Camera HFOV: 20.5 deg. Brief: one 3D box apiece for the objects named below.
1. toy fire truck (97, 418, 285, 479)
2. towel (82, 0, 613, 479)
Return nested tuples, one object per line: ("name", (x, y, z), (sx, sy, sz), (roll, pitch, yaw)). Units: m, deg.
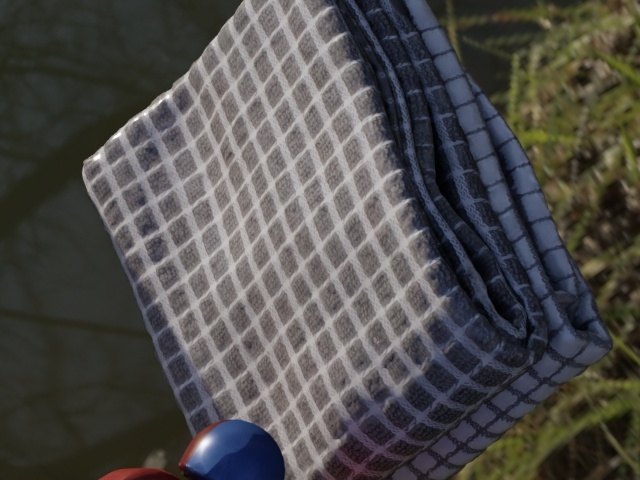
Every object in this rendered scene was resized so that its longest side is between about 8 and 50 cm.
("toy fire truck", (-0.044, 0.228, 0.833), (0.169, 0.302, 0.254), (-14, 45, 63))
("towel", (0.000, 0.000, 0.960), (0.235, 0.121, 0.284), (-47, 58, 40))
